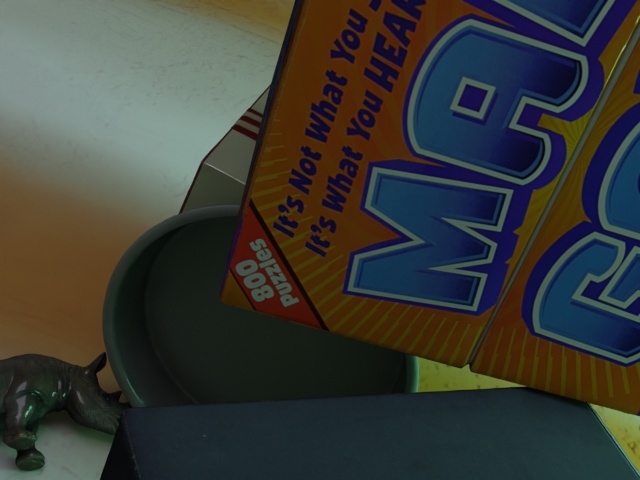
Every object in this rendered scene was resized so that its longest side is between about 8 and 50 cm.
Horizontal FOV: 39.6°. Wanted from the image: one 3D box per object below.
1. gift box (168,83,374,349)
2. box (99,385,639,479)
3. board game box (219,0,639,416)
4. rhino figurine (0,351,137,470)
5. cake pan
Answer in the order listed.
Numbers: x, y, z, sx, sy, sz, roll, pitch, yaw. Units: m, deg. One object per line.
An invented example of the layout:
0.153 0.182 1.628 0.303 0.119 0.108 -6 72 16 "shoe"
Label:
0.000 0.000 0.933 0.258 0.255 0.276 29 38 0 "gift box"
0.017 0.266 0.586 0.343 0.312 0.179 3 40 -30 "box"
0.158 -0.143 0.665 0.356 0.356 0.356 15 31 -7 "board game box"
-0.278 0.150 0.813 0.243 0.073 0.106 -1 48 -28 "rhino figurine"
-0.053 0.094 0.807 0.293 0.293 0.054 23 29 4 "cake pan"
